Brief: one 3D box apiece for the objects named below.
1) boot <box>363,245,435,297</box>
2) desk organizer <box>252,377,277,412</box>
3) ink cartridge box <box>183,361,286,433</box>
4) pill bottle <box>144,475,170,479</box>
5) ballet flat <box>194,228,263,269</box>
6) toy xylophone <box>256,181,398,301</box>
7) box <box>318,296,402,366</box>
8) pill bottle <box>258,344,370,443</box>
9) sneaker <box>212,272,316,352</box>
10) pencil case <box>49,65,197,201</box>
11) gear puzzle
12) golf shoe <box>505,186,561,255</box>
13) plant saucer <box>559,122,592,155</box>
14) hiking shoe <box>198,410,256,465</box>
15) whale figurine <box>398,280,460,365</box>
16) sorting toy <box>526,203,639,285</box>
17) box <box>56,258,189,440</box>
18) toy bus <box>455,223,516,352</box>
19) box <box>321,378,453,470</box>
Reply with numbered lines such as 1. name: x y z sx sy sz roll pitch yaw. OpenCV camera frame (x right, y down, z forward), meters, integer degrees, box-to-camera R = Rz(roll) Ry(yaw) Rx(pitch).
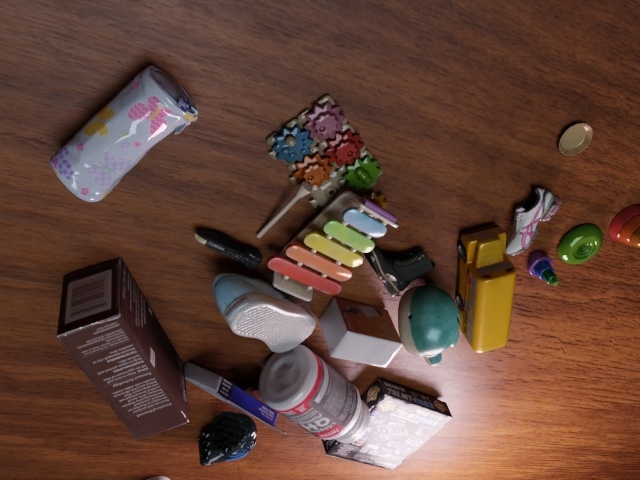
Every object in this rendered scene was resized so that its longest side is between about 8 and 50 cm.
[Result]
1. boot: 0.191 0.042 1.509 0.137 0.077 0.198 -34 142 3
2. desk organizer: -0.154 0.429 1.706 0.050 0.047 0.130 -12 129 -6
3. ink cartridge box: -0.211 0.391 1.561 0.223 0.224 0.045 44 68 -38
4. pill bottle: -0.463 0.791 1.773 0.124 0.221 0.124 -9 129 -11
5. ballet flat: -0.203 0.023 1.369 0.173 0.057 0.049 27 119 -32
6. toy xylophone: 0.000 0.000 1.379 0.236 0.081 0.323 19 129 -27
7. box: 0.100 0.232 1.580 0.170 0.130 0.091 16 121 -28
8. pill bottle: -0.003 0.421 1.662 0.176 0.176 0.318 -37 129 12
9. sneaker: -0.127 0.154 1.463 0.135 0.150 0.366 -38 151 3
10. pencil case: -0.352 -0.188 1.124 0.273 0.113 0.124 -37 148 11
11. gear puzzle: 0.039 -0.136 1.331 0.175 0.044 0.339 -34 129 10
12. golf shoe: 0.503 -0.049 1.540 0.086 0.067 0.186 27 109 -15
13. plant saucer: 0.588 -0.237 1.447 0.083 0.015 0.083 -9 128 -12
14. hiking shoe: -0.229 0.529 1.695 0.132 0.113 0.304 3 153 -31
15. whale figurine: 0.305 0.209 1.584 0.141 0.216 0.272 -9 161 34
16. sorting toy: 0.731 0.032 1.630 0.365 0.126 0.127 -21 130 -2
17. box: -0.426 0.249 1.387 0.143 0.191 0.381 -18 130 -4
18. toy bus: 0.422 0.125 1.599 0.108 0.130 0.333 -14 129 -7
19. box: 0.204 0.572 1.914 0.295 0.073 0.293 25 115 -31
